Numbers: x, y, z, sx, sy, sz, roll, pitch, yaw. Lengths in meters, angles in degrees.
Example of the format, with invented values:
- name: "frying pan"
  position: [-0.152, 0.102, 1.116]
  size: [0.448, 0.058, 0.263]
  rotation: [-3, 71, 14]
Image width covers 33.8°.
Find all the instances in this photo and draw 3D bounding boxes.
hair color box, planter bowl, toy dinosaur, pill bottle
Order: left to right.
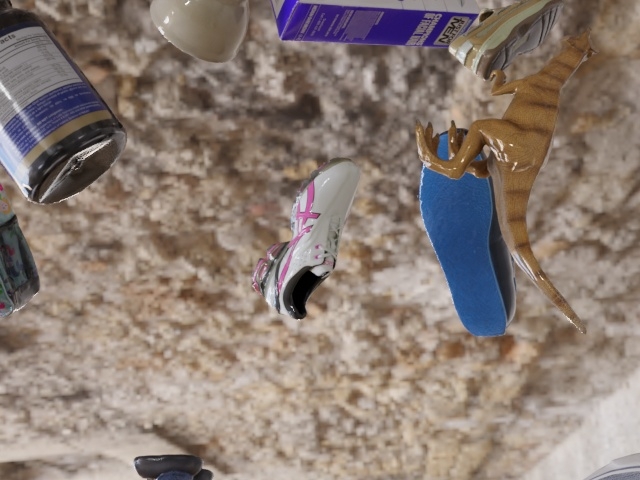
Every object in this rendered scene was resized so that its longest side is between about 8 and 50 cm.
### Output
- name: "pill bottle"
  position: [-0.305, -0.155, 1.068]
  size: [0.219, 0.123, 0.123]
  rotation: [52, 178, 8]
- name: "planter bowl"
  position: [-0.181, -0.385, 1.713]
  size: [0.109, 0.162, 0.162]
  rotation: [-51, 25, 34]
- name: "hair color box"
  position: [0.081, -0.431, 1.773]
  size: [0.110, 0.339, 0.185]
  rotation: [124, 138, -55]
- name: "toy dinosaur"
  position: [0.119, -0.052, 0.652]
  size: [0.064, 0.112, 0.211]
  rotation: [40, -122, -45]

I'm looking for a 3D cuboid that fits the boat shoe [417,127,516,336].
- name: "boat shoe"
  position: [0.177, -0.013, 1.255]
  size: [0.089, 0.109, 0.258]
  rotation: [-41, -52, -54]

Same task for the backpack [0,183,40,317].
- name: "backpack"
  position: [-0.556, 0.003, 1.529]
  size: [0.191, 0.225, 0.253]
  rotation: [-42, -61, -67]

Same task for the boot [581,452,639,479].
- name: "boot"
  position: [0.166, 0.201, 0.674]
  size: [0.069, 0.190, 0.086]
  rotation: [57, -155, -11]

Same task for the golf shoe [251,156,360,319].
- name: "golf shoe"
  position: [0.000, 0.000, 1.149]
  size: [0.086, 0.067, 0.186]
  rotation: [41, 109, 41]

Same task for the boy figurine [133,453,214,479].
- name: "boy figurine"
  position: [-0.162, 0.386, 1.150]
  size: [0.177, 0.092, 0.285]
  rotation: [75, -166, -63]

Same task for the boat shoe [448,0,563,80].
- name: "boat shoe"
  position: [0.223, -0.260, 1.266]
  size: [0.190, 0.072, 0.068]
  rotation: [-35, -31, -41]
